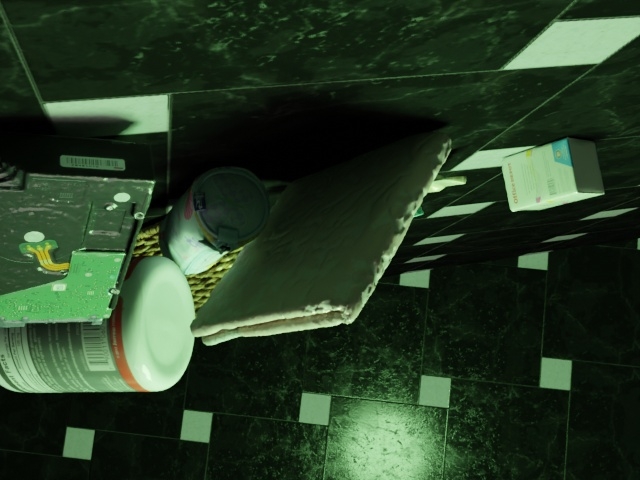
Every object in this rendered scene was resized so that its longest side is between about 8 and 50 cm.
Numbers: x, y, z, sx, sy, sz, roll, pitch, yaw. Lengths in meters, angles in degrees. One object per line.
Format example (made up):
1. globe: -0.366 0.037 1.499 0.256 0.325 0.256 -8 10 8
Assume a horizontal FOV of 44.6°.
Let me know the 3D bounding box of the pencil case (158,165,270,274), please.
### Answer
1. pencil case: -0.168 -0.024 1.191 0.114 0.124 0.273 -4 172 -24

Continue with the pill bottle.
1. pill bottle: -0.403 0.135 1.238 0.363 0.210 0.210 -3 174 16

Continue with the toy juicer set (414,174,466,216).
1. toy juicer set: 0.095 -0.041 1.324 0.329 0.089 0.209 -14 -176 13

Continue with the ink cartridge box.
1. ink cartridge box: 0.377 -0.105 1.296 0.090 0.092 0.143 -2 171 -42

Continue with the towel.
1. towel: 0.000 0.000 1.061 0.317 0.053 0.331 -16 -147 45

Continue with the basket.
1. basket: -0.222 0.015 1.514 0.299 0.223 0.213 -16 -158 43

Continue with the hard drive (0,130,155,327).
1. hard drive: -0.346 0.000 0.932 0.237 0.064 0.339 1 146 -23
